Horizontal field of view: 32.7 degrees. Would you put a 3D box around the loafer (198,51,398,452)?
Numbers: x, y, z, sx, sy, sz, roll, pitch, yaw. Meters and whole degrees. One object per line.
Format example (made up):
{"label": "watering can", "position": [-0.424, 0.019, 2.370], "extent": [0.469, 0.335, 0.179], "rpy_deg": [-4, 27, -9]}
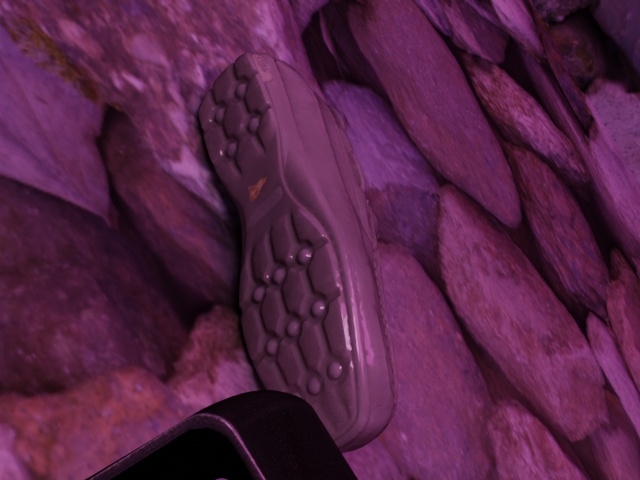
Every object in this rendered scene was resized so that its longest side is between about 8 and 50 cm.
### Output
{"label": "loafer", "position": [0.000, 0.000, 0.768], "extent": [0.111, 0.112, 0.319], "rpy_deg": [18, 46, -40]}

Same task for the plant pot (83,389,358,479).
{"label": "plant pot", "position": [-0.045, 0.168, 0.463], "extent": [0.188, 0.187, 0.167], "rpy_deg": [57, 14, -1]}
